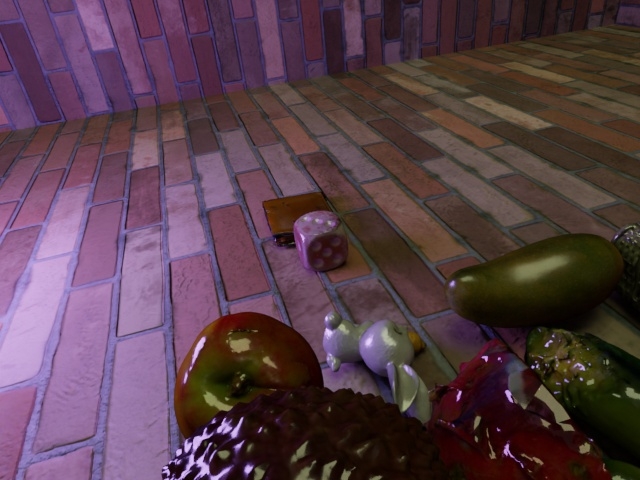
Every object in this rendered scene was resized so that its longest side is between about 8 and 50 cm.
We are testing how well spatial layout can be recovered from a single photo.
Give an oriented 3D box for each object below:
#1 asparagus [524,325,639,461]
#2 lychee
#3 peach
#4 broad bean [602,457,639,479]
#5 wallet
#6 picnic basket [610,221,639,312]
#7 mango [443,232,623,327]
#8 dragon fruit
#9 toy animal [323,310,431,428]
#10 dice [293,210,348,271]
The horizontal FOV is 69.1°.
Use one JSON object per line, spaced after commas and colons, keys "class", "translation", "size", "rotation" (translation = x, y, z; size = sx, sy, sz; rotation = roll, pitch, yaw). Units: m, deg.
{"class": "asparagus", "translation": [0.385, 0.207, 0.534], "size": [0.128, 0.108, 0.382], "rotation": [-9, 27, -32]}
{"class": "lychee", "translation": [-0.014, 0.258, 0.378], "size": [0.276, 0.275, 0.304], "rotation": [25, 27, 39]}
{"class": "peach", "translation": [-0.083, 0.187, 0.582], "size": [0.197, 0.197, 0.197], "rotation": [-5, 33, 3]}
{"class": "broad bean", "translation": [0.312, 0.265, 0.512], "size": [0.070, 0.048, 0.214], "rotation": [-28, 36, -29]}
{"class": "wallet", "translation": [-0.049, -0.054, 1.080], "size": [0.161, 0.042, 0.195], "rotation": [-9, 31, -13]}
{"class": "picnic basket", "translation": [0.552, 0.068, 0.698], "size": [0.154, 0.134, 0.196], "rotation": [-6, 33, -5]}
{"class": "mango", "translation": [0.332, 0.069, 0.726], "size": [0.289, 0.146, 0.129], "rotation": [-13, 74, -1]}
{"class": "dragon fruit", "translation": [0.181, 0.222, 0.493], "size": [0.161, 0.126, 0.274], "rotation": [-30, 29, 2]}
{"class": "toy animal", "translation": [0.095, 0.176, 0.673], "size": [0.182, 0.131, 0.127], "rotation": [13, 69, 39]}
{"class": "dice", "translation": [0.000, 0.000, 0.934], "size": [0.091, 0.094, 0.093], "rotation": [-13, 35, -12]}
